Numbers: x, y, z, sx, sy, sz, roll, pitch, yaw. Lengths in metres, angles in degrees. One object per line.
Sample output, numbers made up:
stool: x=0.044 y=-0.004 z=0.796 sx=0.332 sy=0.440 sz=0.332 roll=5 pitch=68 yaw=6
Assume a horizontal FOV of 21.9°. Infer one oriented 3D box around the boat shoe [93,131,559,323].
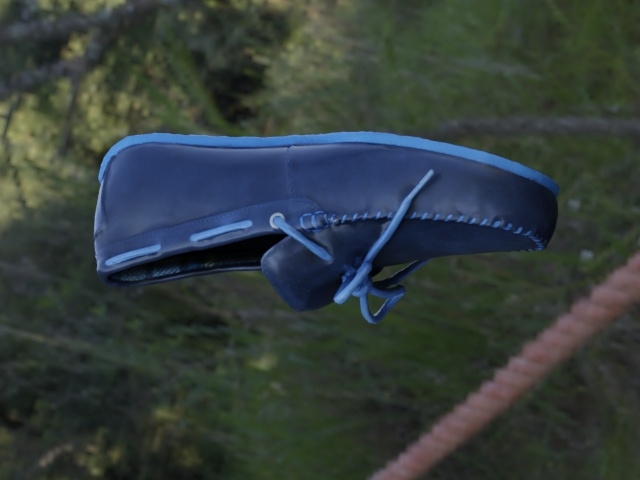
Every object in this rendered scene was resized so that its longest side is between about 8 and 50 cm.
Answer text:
boat shoe: x=0.000 y=0.000 z=0.860 sx=0.109 sy=0.258 sz=0.089 roll=34 pitch=-118 yaw=-52
